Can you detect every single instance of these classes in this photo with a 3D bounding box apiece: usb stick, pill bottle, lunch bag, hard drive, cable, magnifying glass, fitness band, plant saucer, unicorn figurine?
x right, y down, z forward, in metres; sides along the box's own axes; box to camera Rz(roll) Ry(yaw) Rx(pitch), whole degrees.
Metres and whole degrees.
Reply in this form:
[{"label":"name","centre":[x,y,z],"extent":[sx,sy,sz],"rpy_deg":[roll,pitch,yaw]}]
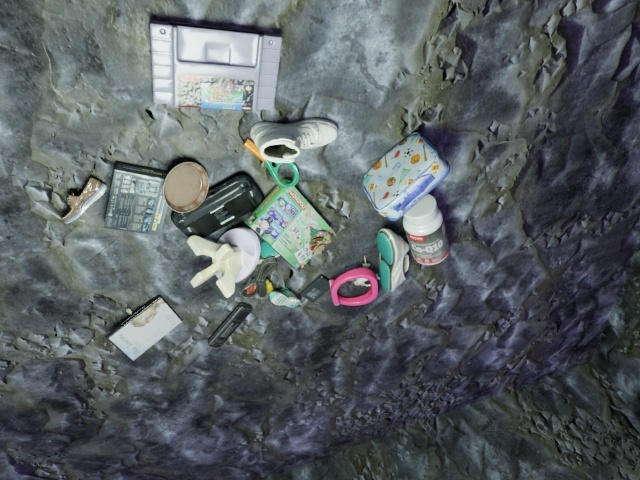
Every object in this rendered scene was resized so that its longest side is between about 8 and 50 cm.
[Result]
[{"label":"usb stick","centre":[-0.400,0.374,2.067],"extent":[0.077,0.045,0.278],"rpy_deg":[20,121,-41]},{"label":"pill bottle","centre":[0.427,-0.044,1.916],"extent":[0.161,0.161,0.283],"rpy_deg":[-25,133,3]},{"label":"lunch bag","centre":[0.295,-0.218,1.661],"extent":[0.115,0.243,0.303],"rpy_deg":[31,113,-37]},{"label":"hard drive","centre":[-0.014,0.213,2.079],"extent":[0.135,0.022,0.094],"rpy_deg":[-41,131,17]},{"label":"cable","centre":[-0.247,0.149,1.883],"extent":[0.139,0.072,0.287],"rpy_deg":[-1,139,-14]},{"label":"magnifying glass","centre":[-0.164,-0.262,1.584],"extent":[0.231,0.026,0.092],"rpy_deg":[36,70,-29]},{"label":"fitness band","centre":[0.148,0.213,2.063],"extent":[0.208,0.054,0.291],"rpy_deg":[-10,146,1]},{"label":"plant saucer","centre":[-0.440,-0.174,1.524],"extent":[0.168,0.029,0.169],"rpy_deg":[-26,128,-39]},{"label":"unicorn figurine","centre":[0.204,0.155,2.080],"extent":[0.111,0.060,0.162],"rpy_deg":[16,122,-32]}]

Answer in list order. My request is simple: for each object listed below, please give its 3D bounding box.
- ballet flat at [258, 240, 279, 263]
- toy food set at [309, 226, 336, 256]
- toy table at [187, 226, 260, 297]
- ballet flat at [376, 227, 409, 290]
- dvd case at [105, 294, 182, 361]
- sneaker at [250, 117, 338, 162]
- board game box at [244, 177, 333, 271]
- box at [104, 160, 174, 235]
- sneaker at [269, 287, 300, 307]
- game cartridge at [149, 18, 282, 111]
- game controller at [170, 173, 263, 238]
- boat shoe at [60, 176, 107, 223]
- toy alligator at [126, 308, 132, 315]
[{"label":"ballet flat","centre":[-0.238,0.057,1.835],"extent":[0.248,0.086,0.086],"rpy_deg":[-18,133,-2]},{"label":"toy food set","centre":[0.000,0.000,1.810],"extent":[0.122,0.019,0.078],"rpy_deg":[-41,130,-4]},{"label":"toy table","centre":[-0.349,0.076,1.685],"extent":[0.160,0.252,0.274],"rpy_deg":[-25,154,-53]},{"label":"ballet flat","centre":[0.317,0.066,2.009],"extent":[0.139,0.139,0.400],"rpy_deg":[-16,140,-5]},{"label":"dvd case","centre":[-0.702,0.353,1.888],"extent":[0.253,0.022,0.180],"rpy_deg":[-39,136,-16]},{"label":"sneaker","centre":[-0.065,-0.310,1.505],"extent":[0.292,0.169,0.108],"rpy_deg":[-8,130,-15]},{"label":"board game box","centre":[-0.106,-0.050,1.746],"extent":[0.213,0.046,0.317],"rpy_deg":[-50,132,-8]},{"label":"box","centre":[-0.596,-0.132,1.543],"extent":[0.183,0.059,0.233],"rpy_deg":[9,125,-26]},{"label":"sneaker","centre":[-0.161,0.235,2.005],"extent":[0.065,0.076,0.166],"rpy_deg":[-41,141,19]},{"label":"game cartridge","centre":[-0.296,-0.487,1.343],"extent":[0.354,0.068,0.230],"rpy_deg":[-2,126,-18]},{"label":"game controller","centre":[-0.360,-0.113,1.656],"extent":[0.319,0.067,0.166],"rpy_deg":[-28,148,6]},{"label":"boat shoe","centre":[-0.763,-0.132,1.487],"extent":[0.183,0.066,0.066],"rpy_deg":[-42,126,5]},{"label":"toy alligator","centre":[-0.741,0.335,1.912],"extent":[0.051,0.056,0.190],"rpy_deg":[-44,143,-45]}]
